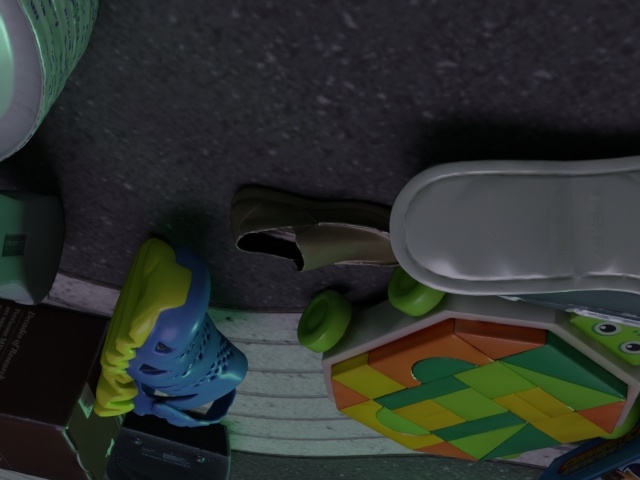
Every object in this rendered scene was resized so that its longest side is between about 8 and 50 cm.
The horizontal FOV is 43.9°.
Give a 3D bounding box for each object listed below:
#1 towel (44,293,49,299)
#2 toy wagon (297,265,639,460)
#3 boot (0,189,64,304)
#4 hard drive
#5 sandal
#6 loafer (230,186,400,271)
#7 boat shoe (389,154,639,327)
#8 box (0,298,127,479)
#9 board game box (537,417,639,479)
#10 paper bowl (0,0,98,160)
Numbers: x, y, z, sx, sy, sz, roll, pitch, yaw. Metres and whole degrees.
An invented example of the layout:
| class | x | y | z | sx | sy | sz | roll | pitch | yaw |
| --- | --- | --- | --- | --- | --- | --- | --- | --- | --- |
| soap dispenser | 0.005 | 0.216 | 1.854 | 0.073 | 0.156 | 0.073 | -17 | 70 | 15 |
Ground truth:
| class | x | y | z | sx | sy | sz | roll | pitch | yaw |
| --- | --- | --- | --- | --- | --- | --- | --- | --- | --- |
| towel | -0.329 | 0.010 | 0.759 | 0.113 | 0.023 | 0.152 | 12 | 146 | 5 |
| toy wagon | 0.155 | 0.102 | 0.675 | 0.267 | 0.068 | 0.344 | 33 | 142 | -25 |
| boot | -0.280 | -0.006 | 0.593 | 0.124 | 0.095 | 0.258 | 11 | 173 | -3 |
| hard drive | -0.208 | 0.296 | 1.092 | 0.172 | 0.054 | 0.254 | 17 | 145 | -4 |
| sandal | -0.128 | 0.098 | 0.737 | 0.138 | 0.126 | 0.317 | 18 | 155 | -7 |
| loafer | 0.000 | 0.000 | 0.602 | 0.148 | 0.050 | 0.056 | 9 | 145 | 8 |
| boat shoe | 0.204 | 0.000 | 0.513 | 0.320 | 0.116 | 0.099 | 5 | -179 | 5 |
| box | -0.422 | 0.149 | 0.891 | 0.382 | 0.143 | 0.191 | 13 | 145 | 5 |
| board game box | 0.386 | 0.282 | 0.691 | 0.308 | 0.086 | 0.302 | 47 | 140 | 8 |
| paper bowl | -0.278 | -0.141 | 0.422 | 0.284 | 0.148 | 0.284 | 11 | 145 | 8 |
